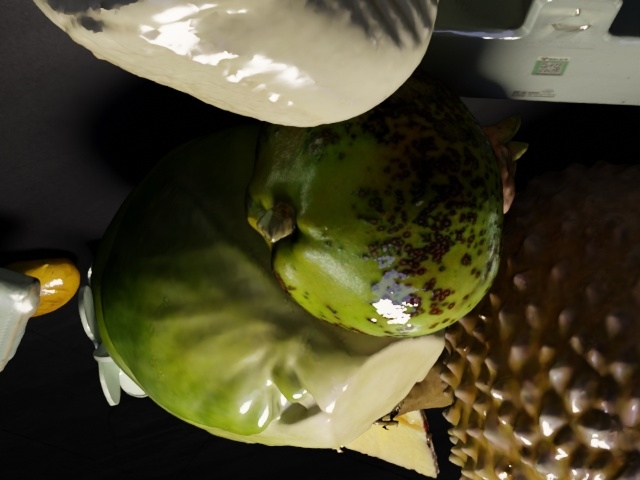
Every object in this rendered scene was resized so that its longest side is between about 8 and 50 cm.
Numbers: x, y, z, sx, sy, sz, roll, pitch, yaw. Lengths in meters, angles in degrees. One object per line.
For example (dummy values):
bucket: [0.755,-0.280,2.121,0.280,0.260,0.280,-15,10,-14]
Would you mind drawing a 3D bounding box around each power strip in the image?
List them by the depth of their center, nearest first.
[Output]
power strip: [0.189,-0.175,1.420,0.264,0.059,0.194,3,160,-5]

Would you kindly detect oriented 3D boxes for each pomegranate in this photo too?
pomegranate: [0.057,-0.035,1.438,0.204,0.222,0.276,-13,-178,17]

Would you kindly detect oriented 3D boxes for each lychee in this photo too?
lychee: [0.290,0.109,1.655,0.380,0.432,0.380,22,145,16]

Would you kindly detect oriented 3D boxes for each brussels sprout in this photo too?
brussels sprout: [-0.046,0.048,1.616,0.354,0.289,0.281,37,174,39]

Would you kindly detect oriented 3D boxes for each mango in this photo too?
mango: [-0.314,0.049,1.939,0.114,0.057,0.079,-24,143,28]

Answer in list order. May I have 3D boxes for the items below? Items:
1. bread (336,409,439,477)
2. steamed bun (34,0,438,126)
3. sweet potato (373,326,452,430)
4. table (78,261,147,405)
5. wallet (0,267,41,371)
bread: [0.027,0.186,2.054,0.178,0.135,0.240,-15,139,2]
steamed bun: [-0.077,-0.216,1.162,0.290,0.274,0.272,28,160,-39]
sweet potato: [0.216,0.133,1.945,0.422,0.131,0.130,-6,161,-28]
table: [-0.140,0.079,1.893,0.198,0.167,0.166,-12,154,8]
wallet: [-0.487,0.049,1.877,0.360,0.083,0.252,17,155,-11]
